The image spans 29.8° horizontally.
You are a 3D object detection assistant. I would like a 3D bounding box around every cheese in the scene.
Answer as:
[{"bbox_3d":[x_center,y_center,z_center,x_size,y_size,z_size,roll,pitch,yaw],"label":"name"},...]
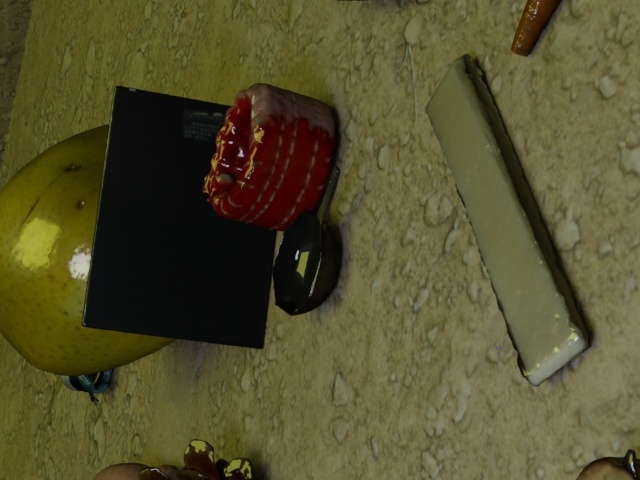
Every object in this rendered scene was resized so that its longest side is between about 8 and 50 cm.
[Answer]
[{"bbox_3d":[0.182,-0.035,1.224,0.085,0.034,0.400,-51,39,35],"label":"cheese"}]

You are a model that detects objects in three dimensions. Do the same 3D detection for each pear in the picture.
[{"bbox_3d":[-0.324,0.009,1.826,0.418,0.362,0.362,-48,33,3],"label":"pear"}]

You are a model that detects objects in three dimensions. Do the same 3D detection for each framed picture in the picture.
[{"bbox_3d":[-0.184,-0.031,1.674,0.014,0.255,0.338,164,113,-72],"label":"framed picture"}]

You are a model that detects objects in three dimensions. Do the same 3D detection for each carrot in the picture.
[{"bbox_3d":[0.221,-0.231,1.219,0.032,0.032,0.093,-114,37,-47],"label":"carrot"}]

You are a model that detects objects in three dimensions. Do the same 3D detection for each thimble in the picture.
[{"bbox_3d":[-0.066,-0.110,1.606,0.189,0.125,0.163,-68,25,19],"label":"thimble"}]

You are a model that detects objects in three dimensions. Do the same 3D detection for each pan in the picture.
[{"bbox_3d":[0.003,0.014,1.525,0.202,0.048,0.128,-47,43,48],"label":"pan"}]

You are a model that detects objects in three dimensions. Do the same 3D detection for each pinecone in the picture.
[{"bbox_3d":[-0.170,0.388,1.576,0.229,0.201,0.202,37,131,33],"label":"pinecone"}]

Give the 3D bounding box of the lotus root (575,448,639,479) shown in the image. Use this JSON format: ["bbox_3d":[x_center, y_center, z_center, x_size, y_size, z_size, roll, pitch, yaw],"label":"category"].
[{"bbox_3d":[0.253,0.300,0.932,0.170,0.074,0.260,-38,50,53],"label":"lotus root"}]

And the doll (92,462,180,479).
[{"bbox_3d":[-0.326,0.484,1.842,0.201,0.156,0.303,-17,35,44],"label":"doll"}]

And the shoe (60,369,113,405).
[{"bbox_3d":[-0.401,0.194,2.207,0.106,0.091,0.207,23,97,39],"label":"shoe"}]
